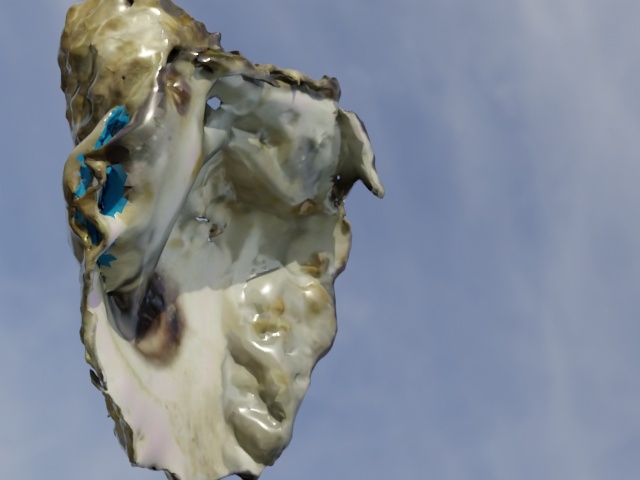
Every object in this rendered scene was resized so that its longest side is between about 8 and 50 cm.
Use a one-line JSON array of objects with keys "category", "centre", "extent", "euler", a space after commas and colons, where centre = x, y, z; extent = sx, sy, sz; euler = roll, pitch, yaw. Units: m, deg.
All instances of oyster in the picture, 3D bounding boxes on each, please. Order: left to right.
[{"category": "oyster", "centre": [-0.063, 0.008, 0.937], "extent": [0.083, 0.223, 0.214], "euler": [12, -12, 41]}]

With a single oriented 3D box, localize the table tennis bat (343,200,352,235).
[{"category": "table tennis bat", "centre": [0.000, 0.000, 1.184], "extent": [0.007, 0.050, 0.083], "euler": [61, -30, 27]}]
